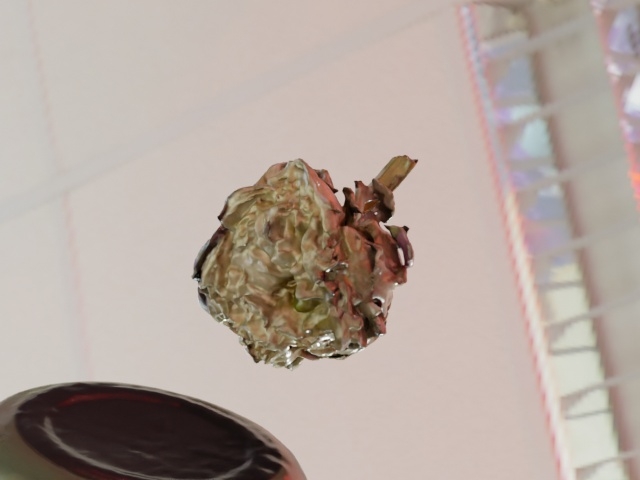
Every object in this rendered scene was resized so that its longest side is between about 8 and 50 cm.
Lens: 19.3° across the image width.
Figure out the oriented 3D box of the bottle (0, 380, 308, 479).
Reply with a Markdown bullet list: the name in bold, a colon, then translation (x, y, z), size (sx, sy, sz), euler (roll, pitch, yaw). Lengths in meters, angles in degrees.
- **bottle**: translation (-0.119, 0.252, 0.932), size (0.168, 0.168, 0.347), euler (26, -70, 37)

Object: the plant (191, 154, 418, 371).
- **plant**: translation (0.000, 0.000, 0.944), size (0.104, 0.122, 0.116), euler (47, -42, -10)
